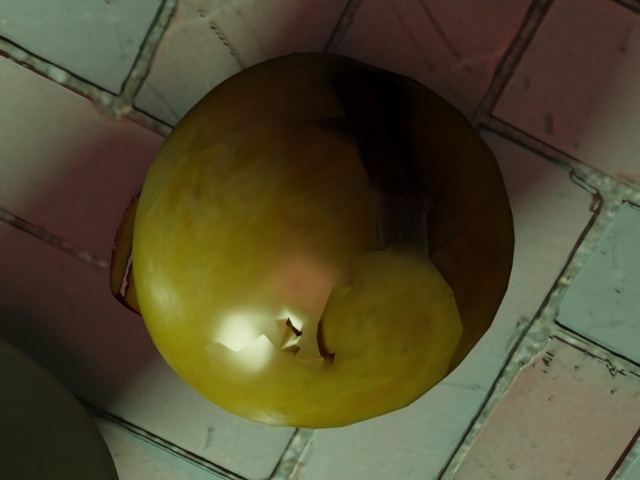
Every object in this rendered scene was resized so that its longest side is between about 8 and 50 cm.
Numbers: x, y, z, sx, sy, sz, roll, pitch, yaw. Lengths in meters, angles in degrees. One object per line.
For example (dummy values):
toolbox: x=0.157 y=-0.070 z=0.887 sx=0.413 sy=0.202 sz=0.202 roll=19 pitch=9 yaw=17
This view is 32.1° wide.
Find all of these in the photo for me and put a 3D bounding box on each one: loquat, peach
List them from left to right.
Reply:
peach: x=-0.118 y=0.007 z=0.779 sx=0.077 sy=0.050 sz=0.083 roll=-29 pitch=114 yaw=-12
loquat: x=0.000 y=0.000 z=0.678 sx=0.235 sy=0.235 sz=0.235 roll=1 pitch=107 yaw=4

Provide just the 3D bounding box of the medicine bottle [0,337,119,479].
medicine bottle: x=-0.329 y=0.242 z=0.736 sx=0.384 sy=0.224 sz=0.224 roll=-41 pitch=100 yaw=16
